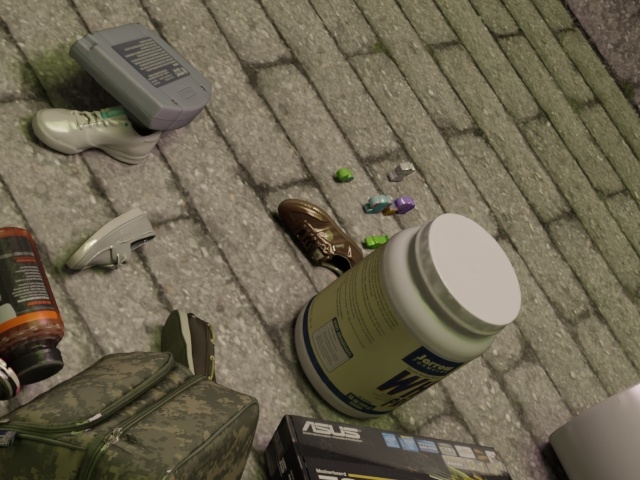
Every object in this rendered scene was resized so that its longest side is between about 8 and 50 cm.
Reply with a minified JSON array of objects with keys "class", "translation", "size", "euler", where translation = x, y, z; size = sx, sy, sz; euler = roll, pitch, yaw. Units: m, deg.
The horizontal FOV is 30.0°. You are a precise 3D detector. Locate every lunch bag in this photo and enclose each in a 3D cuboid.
[{"class":"lunch bag","translation":[-0.255,0.267,1.469],"size":[0.256,0.213,0.305],"euler":[22,22,17]}]

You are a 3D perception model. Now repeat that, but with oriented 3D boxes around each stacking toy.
[{"class":"stacking toy","translation":[0.138,-0.070,2.317],"size":[0.221,0.052,0.167],"euler":[-4,62,-47]}]

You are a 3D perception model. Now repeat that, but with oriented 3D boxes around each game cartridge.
[{"class":"game cartridge","translation":[-0.281,-0.269,1.961],"size":[0.198,0.062,0.297],"euler":[46,17,-3]}]

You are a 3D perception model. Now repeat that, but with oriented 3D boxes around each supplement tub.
[{"class":"supplement tub","translation":[0.139,0.122,1.927],"size":[0.235,0.325,0.235],"euler":[27,43,-29]},{"class":"supplement tub","translation":[-0.402,0.088,1.572],"size":[0.106,0.106,0.198],"euler":[-3,61,-47]}]

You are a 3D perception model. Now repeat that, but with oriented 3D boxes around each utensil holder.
[{"class":"utensil holder","translation":[0.643,0.459,2.180],"size":[0.327,0.327,0.385],"euler":[-7,64,-49]}]

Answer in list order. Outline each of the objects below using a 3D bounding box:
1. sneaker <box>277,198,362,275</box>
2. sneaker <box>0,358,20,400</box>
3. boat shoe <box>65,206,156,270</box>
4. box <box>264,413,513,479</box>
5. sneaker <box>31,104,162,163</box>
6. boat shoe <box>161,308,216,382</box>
[{"class":"sneaker","translation":[0.000,0.000,2.101],"size":[0.188,0.066,0.071],"euler":[36,40,-18]},{"class":"sneaker","translation":[-0.460,0.167,1.484],"size":[0.170,0.063,0.075],"euler":[31,41,-18]},{"class":"boat shoe","translation":[-0.308,0.010,1.780],"size":[0.063,0.066,0.184],"euler":[50,27,-1]},{"class":"box","translation":[0.137,0.420,1.743],"size":[0.394,0.097,0.318],"euler":[14,29,-25]},{"class":"sneaker","translation":[-0.345,-0.183,1.869],"size":[0.212,0.094,0.080],"euler":[8,56,-43]},{"class":"boat shoe","translation":[-0.182,0.203,1.727],"size":[0.068,0.081,0.228],"euler":[19,45,-31]}]
